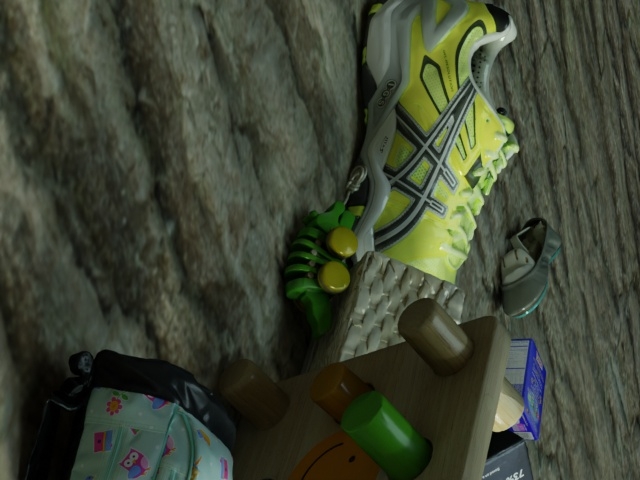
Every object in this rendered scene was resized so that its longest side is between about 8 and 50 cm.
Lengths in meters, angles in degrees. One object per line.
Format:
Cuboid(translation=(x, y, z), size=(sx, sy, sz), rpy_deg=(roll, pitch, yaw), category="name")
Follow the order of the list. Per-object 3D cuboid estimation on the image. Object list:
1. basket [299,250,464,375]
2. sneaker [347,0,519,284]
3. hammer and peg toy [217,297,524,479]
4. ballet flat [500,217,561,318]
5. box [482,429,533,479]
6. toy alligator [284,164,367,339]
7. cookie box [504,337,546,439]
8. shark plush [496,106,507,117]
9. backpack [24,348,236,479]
Cuboid(translation=(0.052, 0.105, 1.311), size=(0.103, 0.113, 0.167), rpy_deg=(121, -11, -49), category="basket")
Cuboid(translation=(0.119, -0.070, 1.493), size=(0.145, 0.147, 0.384), rpy_deg=(18, 73, -68), category="sneaker")
Cuboid(translation=(-0.008, 0.220, 1.047), size=(0.127, 0.266, 0.361), rpy_deg=(47, 42, -27), category="hammer and peg toy")
Cuboid(translation=(0.272, 0.032, 1.987), size=(0.068, 0.072, 0.213), rpy_deg=(53, 30, -10), category="ballet flat")
Cuboid(translation=(0.128, 0.291, 1.437), size=(0.153, 0.108, 0.207), rpy_deg=(-24, 114, -24), category="box")
Cuboid(translation=(0.000, 0.000, 1.327), size=(0.051, 0.056, 0.189), rpy_deg=(26, 55, -19), category="toy alligator")
Cuboid(translation=(0.269, 0.199, 1.975), size=(0.092, 0.040, 0.107), rpy_deg=(60, 35, -48), category="cookie box")
Cuboid(translation=(0.201, -0.129, 1.827), size=(0.161, 0.073, 0.067), rpy_deg=(56, 8, -45), category="shark plush")
Cuboid(translation=(-0.116, 0.177, 0.938), size=(0.152, 0.115, 0.182), rpy_deg=(58, 40, -55), category="backpack")
